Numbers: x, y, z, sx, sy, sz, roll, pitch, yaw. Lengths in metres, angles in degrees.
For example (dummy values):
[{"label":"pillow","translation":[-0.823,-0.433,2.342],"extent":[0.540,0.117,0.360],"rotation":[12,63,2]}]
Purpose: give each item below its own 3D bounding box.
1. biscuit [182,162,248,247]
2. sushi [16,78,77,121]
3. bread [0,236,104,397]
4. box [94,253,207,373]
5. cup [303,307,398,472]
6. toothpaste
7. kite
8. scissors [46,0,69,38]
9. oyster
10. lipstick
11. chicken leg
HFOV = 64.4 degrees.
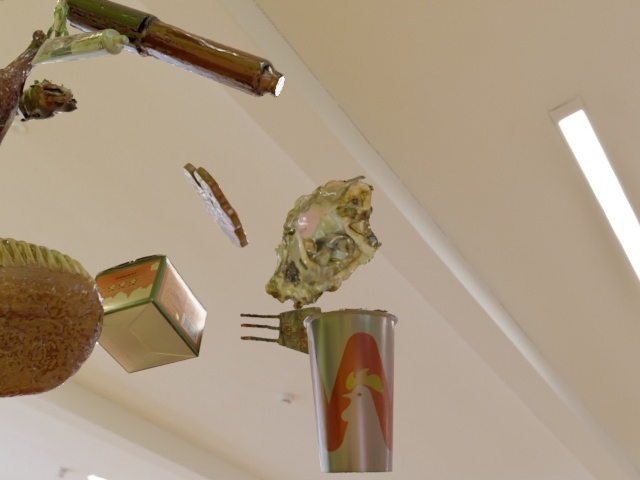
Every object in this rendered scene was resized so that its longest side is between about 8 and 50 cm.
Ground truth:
[{"label":"biscuit","translation":[-0.303,-0.102,1.526],"extent":[0.044,0.186,0.295],"rotation":[-39,-55,-18]},{"label":"sushi","translation":[-0.764,-0.386,1.390],"extent":[0.226,0.103,0.097],"rotation":[-7,-54,12]},{"label":"bread","translation":[-0.466,0.114,0.759],"extent":[0.253,0.142,0.227],"rotation":[22,-85,-50]},{"label":"box","translation":[-0.374,0.159,1.099],"extent":[0.177,0.148,0.195],"rotation":[-16,-50,12]},{"label":"cup","translation":[0.066,0.296,0.994],"extent":[0.203,0.288,0.203],"rotation":[-1,-23,0]},{"label":"toothpaste","translation":[-0.397,-0.318,0.836],"extent":[0.233,0.060,0.038],"rotation":[6,-28,30]},{"label":"kite","translation":[-0.104,0.243,1.393],"extent":[0.245,0.015,0.141],"rotation":[2,-84,11]},{"label":"scissors","translation":[-0.714,-0.622,1.404],"extent":[0.101,0.027,0.204],"rotation":[23,-76,28]},{"label":"oyster","translation":[-0.003,-0.002,1.078],"extent":[0.107,0.354,0.201],"rotation":[-14,-71,49]},{"label":"lipstick","translation":[-0.262,-0.349,0.915],"extent":[0.418,0.077,0.077],"rotation":[23,-46,6]},{"label":"chicken leg","translation":[-0.813,-0.369,1.313],"extent":[0.096,0.158,0.407],"rotation":[29,-94,-12]}]
